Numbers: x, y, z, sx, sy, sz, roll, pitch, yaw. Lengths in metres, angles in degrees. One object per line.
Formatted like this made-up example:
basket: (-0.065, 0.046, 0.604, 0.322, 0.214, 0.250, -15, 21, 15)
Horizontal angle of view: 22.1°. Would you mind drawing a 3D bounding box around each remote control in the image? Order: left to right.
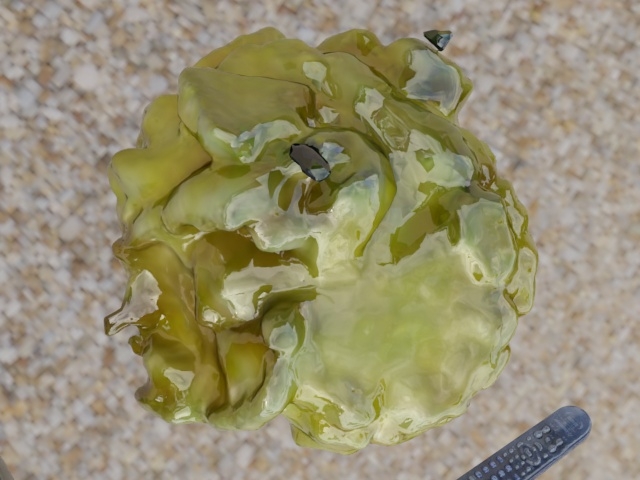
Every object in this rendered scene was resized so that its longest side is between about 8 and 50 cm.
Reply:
remote control: (0.189, 0.203, 1.508, 0.152, 0.043, 0.027, -30, 157, -25)

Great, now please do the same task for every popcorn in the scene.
popcorn: (-0.002, -0.001, 0.789, 0.189, 0.218, 0.169, -17, 155, -34)

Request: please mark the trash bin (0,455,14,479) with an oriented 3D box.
trash bin: (-0.240, 0.162, 0.715, 0.182, 0.209, 0.290, -43, 130, 13)
